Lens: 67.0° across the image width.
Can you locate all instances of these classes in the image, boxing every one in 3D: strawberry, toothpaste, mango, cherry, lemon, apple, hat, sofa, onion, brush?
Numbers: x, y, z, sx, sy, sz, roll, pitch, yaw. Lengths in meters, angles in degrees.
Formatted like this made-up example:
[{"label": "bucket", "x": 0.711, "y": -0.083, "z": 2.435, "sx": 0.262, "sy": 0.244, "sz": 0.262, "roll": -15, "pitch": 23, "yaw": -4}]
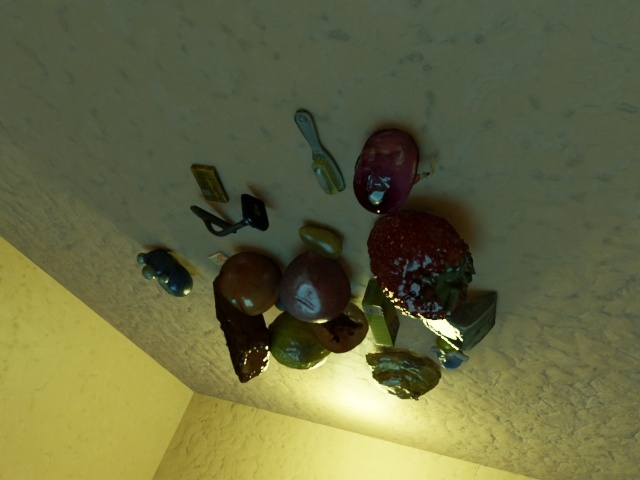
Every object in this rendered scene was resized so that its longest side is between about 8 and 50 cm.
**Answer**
[{"label": "strawberry", "x": 0.269, "y": 0.048, "z": 1.400, "sx": 0.351, "sy": 0.267, "sz": 0.312, "roll": 27, "pitch": 133, "yaw": 53}, {"label": "toothpaste", "x": 0.235, "y": 0.284, "z": 1.849, "sx": 0.077, "sy": 0.110, "sz": 0.328, "roll": 4, "pitch": 143, "yaw": 23}, {"label": "mango", "x": 0.000, "y": 0.000, "z": 1.613, "sx": 0.160, "sy": 0.076, "sz": 0.103, "roll": 29, "pitch": 151, "yaw": -4}, {"label": "cherry", "x": -0.019, "y": 0.167, "z": 1.742, "sx": 0.260, "sy": 0.221, "sz": 0.308, "roll": 9, "pitch": 127, "yaw": 5}, {"label": "lemon", "x": -0.078, "y": 0.428, "z": 2.098, "sx": 0.321, "sy": 0.269, "sz": 0.268, "roll": 18, "pitch": 148, "yaw": -8}, {"label": "apple", "x": -0.276, "y": 0.171, "z": 1.880, "sx": 0.253, "sy": 0.254, "sz": 0.254, "roll": 15, "pitch": 147, "yaw": 10}, {"label": "hat", "x": 0.104, "y": 0.338, "z": 1.992, "sx": 0.244, "sy": 0.234, "sz": 0.233, "roll": -18, "pitch": 167, "yaw": 16}, {"label": "sofa", "x": 0.472, "y": 0.239, "z": 1.676, "sx": 0.225, "sy": 0.176, "sz": 0.210, "roll": 35, "pitch": 159, "yaw": 38}, {"label": "onion", "x": 0.160, "y": -0.157, "z": 1.203, "sx": 0.200, "sy": 0.201, "sz": 0.207, "roll": 33, "pitch": 151, "yaw": -17}, {"label": "brush", "x": -0.008, "y": -0.219, "z": 1.316, "sx": 0.068, "sy": 0.060, "sz": 0.297, "roll": 3, "pitch": 143, "yaw": 31}]

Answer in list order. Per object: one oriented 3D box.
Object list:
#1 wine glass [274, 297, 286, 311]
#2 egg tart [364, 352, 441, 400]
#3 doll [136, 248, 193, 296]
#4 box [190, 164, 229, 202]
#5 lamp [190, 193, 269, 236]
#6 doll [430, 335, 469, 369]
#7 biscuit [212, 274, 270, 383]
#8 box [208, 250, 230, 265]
[{"label": "wine glass", "x": -0.114, "y": 0.220, "z": 1.973, "sx": 0.103, "sy": 0.103, "sz": 0.231, "roll": 30, "pitch": 151, "yaw": -11}, {"label": "egg tart", "x": 0.385, "y": 0.634, "z": 2.232, "sx": 0.339, "sy": 0.153, "sz": 0.352, "roll": -2, "pitch": 141, "yaw": 28}, {"label": "doll", "x": -0.686, "y": 0.152, "z": 2.169, "sx": 0.228, "sy": 0.154, "sz": 0.259, "roll": 35, "pitch": 159, "yaw": 52}, {"label": "box", "x": -0.366, "y": -0.187, "z": 1.607, "sx": 0.088, "sy": 0.022, "sz": 0.156, "roll": 10, "pitch": 145, "yaw": 20}, {"label": "lamp", "x": -0.284, "y": -0.060, "z": 1.648, "sx": 0.283, "sy": 0.125, "sz": 0.203, "roll": -9, "pitch": 162, "yaw": 34}, {"label": "doll", "x": 0.512, "y": 0.436, "z": 1.918, "sx": 0.135, "sy": 0.098, "sz": 0.241, "roll": 48, "pitch": 166, "yaw": 41}, {"label": "biscuit", "x": -0.335, "y": 0.368, "z": 2.071, "sx": 0.166, "sy": 0.395, "sz": 0.343, "roll": -16, "pitch": 147, "yaw": -17}, {"label": "box", "x": -0.423, "y": 0.074, "z": 2.022, "sx": 0.058, "sy": 0.015, "sz": 0.093, "roll": 42, "pitch": 143, "yaw": -24}]
